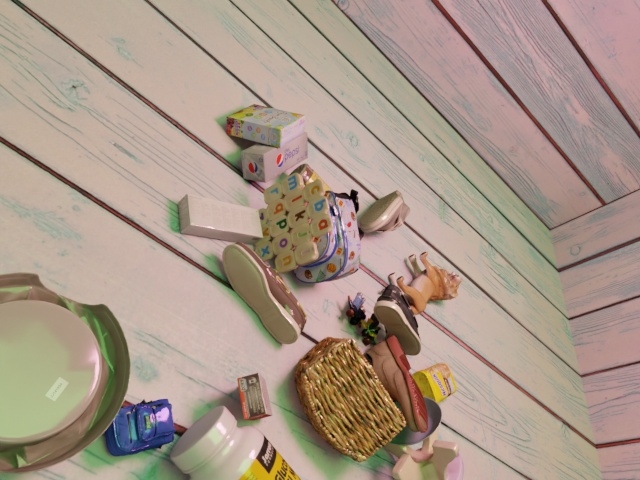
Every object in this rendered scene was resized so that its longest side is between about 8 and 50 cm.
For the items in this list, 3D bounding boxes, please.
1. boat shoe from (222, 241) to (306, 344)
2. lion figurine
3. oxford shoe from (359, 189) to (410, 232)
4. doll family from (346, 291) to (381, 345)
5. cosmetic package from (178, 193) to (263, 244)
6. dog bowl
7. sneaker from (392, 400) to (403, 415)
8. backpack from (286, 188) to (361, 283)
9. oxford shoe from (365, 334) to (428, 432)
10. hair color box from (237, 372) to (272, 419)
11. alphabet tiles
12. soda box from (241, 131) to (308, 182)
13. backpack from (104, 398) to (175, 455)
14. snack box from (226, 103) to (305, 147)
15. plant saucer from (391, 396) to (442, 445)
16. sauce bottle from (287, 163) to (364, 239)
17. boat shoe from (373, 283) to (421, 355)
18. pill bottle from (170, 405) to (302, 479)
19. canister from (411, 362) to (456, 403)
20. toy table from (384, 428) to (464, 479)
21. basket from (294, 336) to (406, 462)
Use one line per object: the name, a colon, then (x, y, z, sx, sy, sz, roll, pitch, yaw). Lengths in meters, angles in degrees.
boat shoe: (-0.150, 0.135, 1.316, 0.324, 0.116, 0.097, 55, 34, -9)
lion figurine: (0.399, 0.195, 1.865, 0.392, 0.142, 0.240, -33, 98, -38)
oxford shoe: (0.264, -0.094, 1.828, 0.130, 0.169, 0.449, 62, 20, -5)
doll family: (0.140, 0.264, 1.572, 0.193, 0.076, 0.111, 49, 43, -2)
cosmetic package: (-0.281, -0.056, 1.345, 0.239, 0.060, 0.099, 12, 59, -42)
dog bowl: (-0.532, 0.236, 0.847, 0.349, 0.102, 0.349, 26, 49, -33)
sneaker: (0.267, 0.485, 1.547, 0.098, 0.083, 0.224, 31, 45, -39)
backpack: (0.000, 0.000, 1.457, 0.213, 0.276, 0.263, -13, 83, -53)
oxford shoe: (0.225, 0.442, 1.423, 0.123, 0.130, 0.348, 61, 7, -27)
hair color box: (-0.153, 0.371, 1.115, 0.053, 0.167, 0.093, -12, 69, -7)
alphabet tiles: (-0.090, -0.052, 1.378, 0.021, 0.278, 0.284, 24, 47, -52)
soda box: (-0.148, -0.291, 1.594, 0.286, 0.091, 0.098, -43, 140, -51)
backpack: (-0.360, 0.368, 0.943, 0.120, 0.101, 0.098, 4, 55, -41)
snack box: (-0.180, -0.387, 1.579, 0.207, 0.070, 0.174, 18, 35, 17)
plant saucer: (0.266, 0.536, 1.383, 0.195, 0.195, 0.037, -46, 119, -51)
sauce bottle: (0.022, -0.117, 1.670, 0.344, 0.111, 0.111, 47, 39, -24)
boat shoe: (0.266, 0.267, 1.580, 0.340, 0.127, 0.113, 55, 43, -40)
pill bottle: (-0.152, 0.520, 0.988, 0.334, 0.188, 0.188, 52, 39, -7)
canister: (0.407, 0.511, 1.683, 0.170, 0.073, 0.126, -2, 67, -49)
toy table: (0.299, 0.641, 1.363, 0.274, 0.252, 0.161, -43, 113, -56)
basket: (0.052, 0.446, 1.334, 0.213, 0.223, 0.299, -33, 91, -19)
